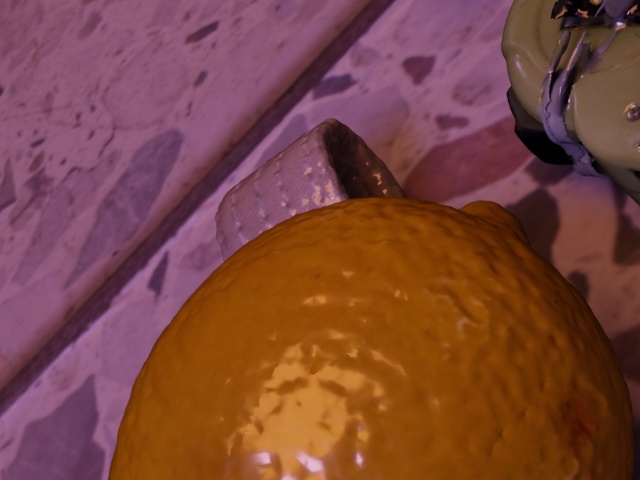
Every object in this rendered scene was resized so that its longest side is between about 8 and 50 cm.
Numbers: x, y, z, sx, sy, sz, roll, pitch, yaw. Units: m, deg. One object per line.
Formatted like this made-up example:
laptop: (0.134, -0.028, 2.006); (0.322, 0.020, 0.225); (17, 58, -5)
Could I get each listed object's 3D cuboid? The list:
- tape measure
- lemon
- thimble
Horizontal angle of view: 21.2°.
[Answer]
tape measure: (0.168, -0.106, 0.894); (0.154, 0.087, 0.177); (12, 68, 46)
lemon: (0.027, 0.095, 0.773); (0.253, 0.228, 0.228); (-52, 42, -3)
thimble: (0.000, 0.000, 0.955); (0.090, 0.102, 0.115); (-37, 30, 19)
